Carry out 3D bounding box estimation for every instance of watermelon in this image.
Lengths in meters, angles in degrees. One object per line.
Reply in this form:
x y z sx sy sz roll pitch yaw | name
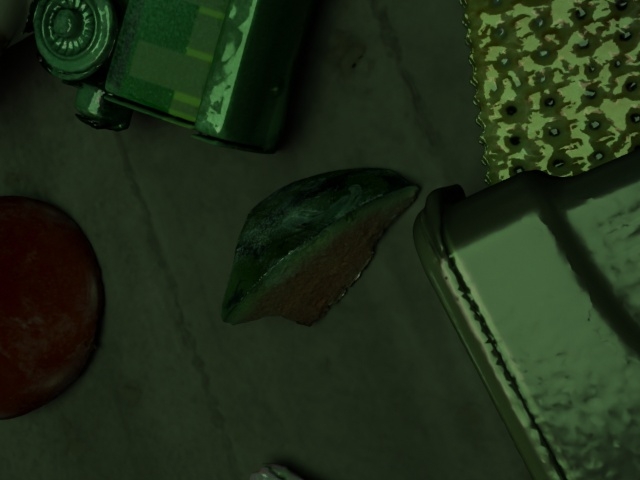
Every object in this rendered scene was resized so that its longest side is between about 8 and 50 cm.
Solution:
-0.002 -0.008 0.806 0.155 0.080 0.101 -43 39 21 | watermelon

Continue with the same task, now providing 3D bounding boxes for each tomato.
-0.280 0.059 0.898 0.189 0.099 0.173 -40 74 18 | tomato

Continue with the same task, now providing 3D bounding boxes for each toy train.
-0.089 -0.215 0.801 0.202 0.120 0.301 19 98 19 | toy train

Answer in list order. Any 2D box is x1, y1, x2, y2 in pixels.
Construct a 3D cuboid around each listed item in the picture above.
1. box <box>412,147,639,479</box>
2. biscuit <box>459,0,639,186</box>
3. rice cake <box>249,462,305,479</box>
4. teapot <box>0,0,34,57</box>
0.195 0.059 0.668 0.178 0.138 0.274 -27 88 15 | box
0.175 -0.074 0.740 0.139 0.016 0.232 -9 87 24 | biscuit
-0.013 0.284 0.816 0.189 0.037 0.198 27 101 21 | rice cake
-0.327 -0.180 0.900 0.298 0.139 0.204 -26 54 25 | teapot
